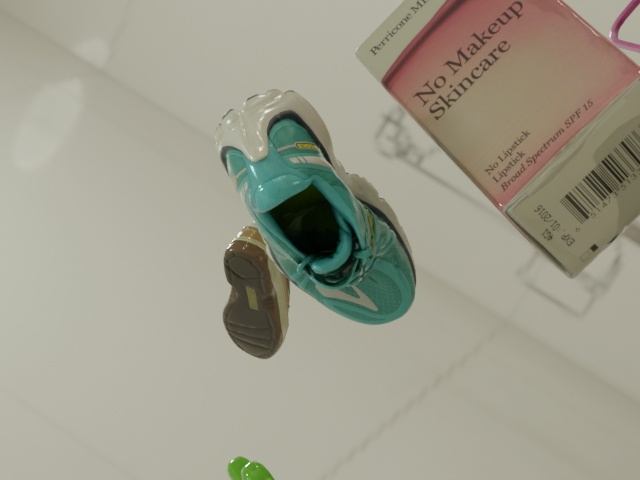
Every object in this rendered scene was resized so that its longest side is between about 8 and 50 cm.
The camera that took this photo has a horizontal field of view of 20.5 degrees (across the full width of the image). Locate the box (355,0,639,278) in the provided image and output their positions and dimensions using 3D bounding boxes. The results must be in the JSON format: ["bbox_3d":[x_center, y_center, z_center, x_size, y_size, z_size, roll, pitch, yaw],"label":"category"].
[{"bbox_3d":[0.159,-0.109,1.383,0.148,0.232,0.127,-45,-43,6],"label":"box"}]

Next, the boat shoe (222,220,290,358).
[{"bbox_3d":[-0.053,0.045,1.756,0.190,0.068,0.072,96,-161,-55],"label":"boat shoe"}]

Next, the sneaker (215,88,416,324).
[{"bbox_3d":[0.000,0.000,1.389,0.107,0.110,0.275,-30,-40,10],"label":"sneaker"}]

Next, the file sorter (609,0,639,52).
[{"bbox_3d":[0.438,-0.147,1.625,0.182,0.291,0.202,-49,27,-4],"label":"file sorter"}]

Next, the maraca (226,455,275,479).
[{"bbox_3d":[0.010,0.165,0.775,0.099,0.127,0.185,-38,-45,-15],"label":"maraca"}]
